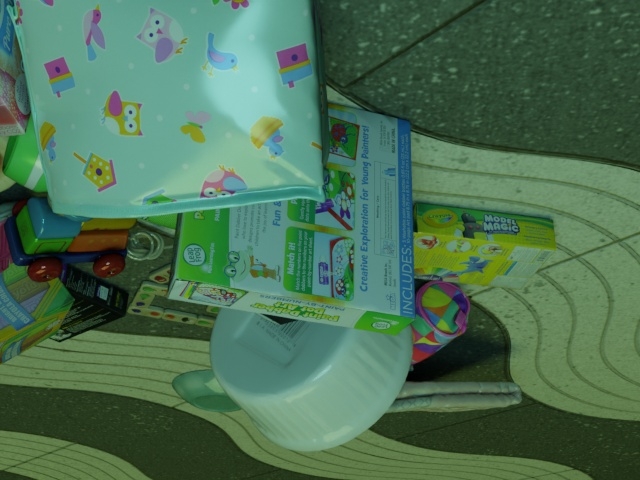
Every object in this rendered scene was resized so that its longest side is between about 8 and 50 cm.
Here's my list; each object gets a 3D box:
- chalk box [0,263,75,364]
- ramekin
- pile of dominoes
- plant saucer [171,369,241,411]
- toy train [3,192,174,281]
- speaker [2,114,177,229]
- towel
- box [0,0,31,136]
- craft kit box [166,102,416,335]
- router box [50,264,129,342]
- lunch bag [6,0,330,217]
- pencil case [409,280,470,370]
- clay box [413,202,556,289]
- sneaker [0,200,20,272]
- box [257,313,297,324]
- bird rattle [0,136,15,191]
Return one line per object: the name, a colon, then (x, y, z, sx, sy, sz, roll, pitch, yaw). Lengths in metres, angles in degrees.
chalk box: (-0.477, 0.105, 1.176, 0.213, 0.132, 0.132, -33, 173, -38)
ramekin: (-0.023, 0.142, 1.194, 0.277, 0.277, 0.135, -15, 139, 26)
pile of dominoes: (-0.172, 0.112, 1.371, 0.251, 0.040, 0.196, 12, 149, -18)
plant saucer: (-0.207, 0.316, 1.728, 0.195, 0.037, 0.195, 2, 151, 1)
toy train: (-0.255, -0.028, 1.076, 0.248, 0.105, 0.143, -3, 153, -42)
speaker: (-0.191, -0.081, 0.952, 0.296, 0.131, 0.131, 17, 147, -25)
towel: (0.134, 0.284, 1.521, 0.317, 0.053, 0.332, 7, 167, -36)
box: (-0.414, -0.187, 0.754, 0.300, 0.154, 0.142, -1, 150, 7)
craft kit box: (-0.024, -0.039, 0.893, 0.246, 0.250, 0.061, 13, 150, -18)
router box: (-0.417, 0.103, 1.360, 0.179, 0.046, 0.133, -22, 142, 34)
lunch bag: (-0.128, -0.138, 0.736, 0.262, 0.160, 0.223, -4, 107, 5)
pencil case: (0.149, 0.150, 1.364, 0.104, 0.104, 0.236, 11, 150, -17)
clay box: (0.191, 0.009, 1.160, 0.222, 0.053, 0.127, 8, 150, -8)
sneaker: (-0.478, -0.006, 1.066, 0.252, 0.111, 0.103, -25, 150, -47)
box: (0.000, 0.000, 1.057, 0.207, 0.153, 0.108, -17, 146, 31)
bird rattle: (-0.433, -0.116, 0.955, 0.207, 0.143, 0.253, 12, 137, -39)
